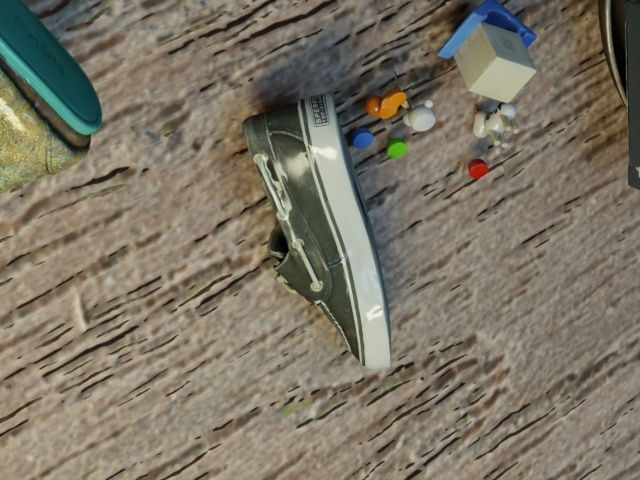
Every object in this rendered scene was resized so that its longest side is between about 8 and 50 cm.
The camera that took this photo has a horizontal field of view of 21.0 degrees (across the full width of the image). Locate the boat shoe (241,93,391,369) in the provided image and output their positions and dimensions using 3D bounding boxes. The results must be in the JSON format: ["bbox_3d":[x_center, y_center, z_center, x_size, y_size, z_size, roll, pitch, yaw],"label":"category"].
[{"bbox_3d":[0.000,0.000,1.181,0.070,0.077,0.219,-13,122,5],"label":"boat shoe"}]

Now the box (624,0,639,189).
[{"bbox_3d":[0.337,-0.123,1.294,0.207,0.108,0.153,-20,117,-30],"label":"box"}]

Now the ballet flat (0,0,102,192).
[{"bbox_3d":[-0.251,-0.157,0.924,0.123,0.123,0.348,-44,124,-16],"label":"ballet flat"}]

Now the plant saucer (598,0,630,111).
[{"bbox_3d":[0.324,-0.211,1.354,0.311,0.050,0.310,-13,113,-32],"label":"plant saucer"}]

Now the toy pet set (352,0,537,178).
[{"bbox_3d":[0.091,-0.114,1.226,0.122,0.065,0.114,13,132,-35],"label":"toy pet set"}]
